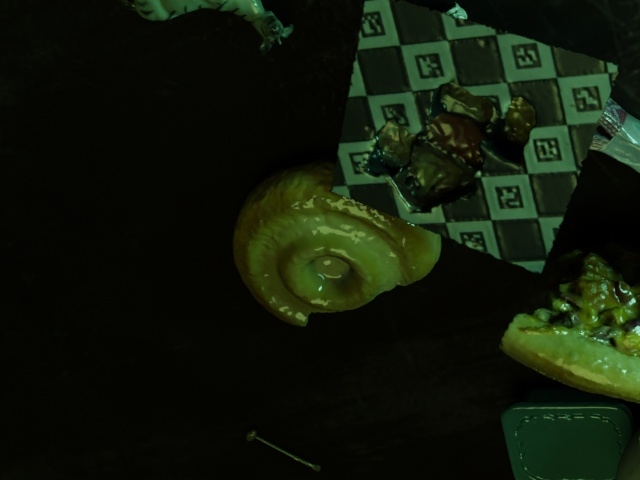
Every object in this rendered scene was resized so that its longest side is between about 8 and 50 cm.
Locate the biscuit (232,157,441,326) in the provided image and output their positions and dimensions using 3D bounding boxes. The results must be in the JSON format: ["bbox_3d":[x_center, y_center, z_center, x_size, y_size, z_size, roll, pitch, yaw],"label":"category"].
[{"bbox_3d":[0.000,0.001,2.000,0.274,0.091,0.213,-27,118,37],"label":"biscuit"}]

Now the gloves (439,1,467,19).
[{"bbox_3d":[0.154,-0.240,1.783,0.081,0.037,0.044,44,161,-24],"label":"gloves"}]

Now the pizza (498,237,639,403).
[{"bbox_3d":[0.388,0.096,1.849,0.409,0.278,0.114,6,121,-17],"label":"pizza"}]

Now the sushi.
[{"bbox_3d":[0.172,-0.136,1.814,0.294,0.059,0.292,22,127,13],"label":"sushi"}]

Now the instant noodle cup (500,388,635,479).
[{"bbox_3d":[0.342,0.260,2.119,0.179,0.070,0.157,-2,127,21],"label":"instant noodle cup"}]

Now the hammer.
[{"bbox_3d":[-0.055,0.313,2.336,0.123,0.014,0.029,29,141,-8],"label":"hammer"}]

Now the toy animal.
[{"bbox_3d":[-0.148,-0.286,1.821,0.217,0.073,0.176,0,144,24],"label":"toy animal"}]

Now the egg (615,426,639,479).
[{"bbox_3d":[0.526,0.326,1.936,0.340,0.354,0.354,-1,130,38],"label":"egg"}]

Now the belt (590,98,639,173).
[{"bbox_3d":[0.375,-0.101,1.812,0.232,0.053,0.071,27,126,-5],"label":"belt"}]
